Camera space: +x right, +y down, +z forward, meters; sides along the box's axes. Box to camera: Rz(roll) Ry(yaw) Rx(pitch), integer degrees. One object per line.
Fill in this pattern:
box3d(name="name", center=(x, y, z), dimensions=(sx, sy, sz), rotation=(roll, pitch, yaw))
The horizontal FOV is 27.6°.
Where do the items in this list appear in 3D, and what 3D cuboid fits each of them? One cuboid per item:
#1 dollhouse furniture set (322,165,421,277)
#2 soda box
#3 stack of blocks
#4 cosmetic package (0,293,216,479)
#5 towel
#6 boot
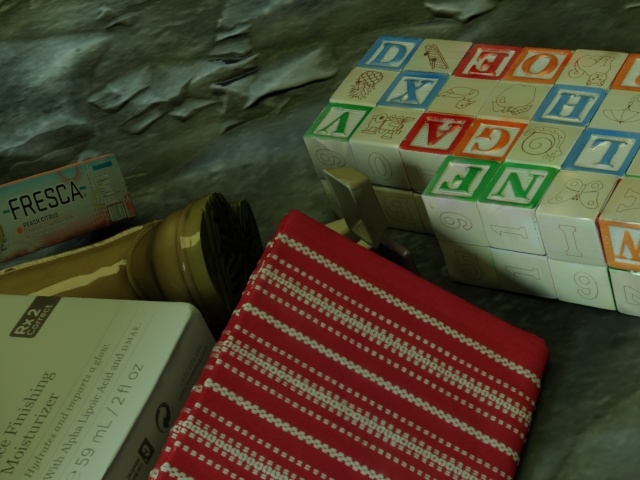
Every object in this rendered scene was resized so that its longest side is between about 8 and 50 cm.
box3d(name="dollhouse furniture set", center=(0.000, 0.000, 0.924), dimensions=(0.081, 0.114, 0.091), rotation=(-40, 45, -15))
box3d(name="soda box", center=(-0.232, -0.018, 1.019), dimensions=(0.063, 0.058, 0.183), rotation=(-16, 4, 38))
box3d(name="stack of blocks", center=(0.140, -0.055, 0.940), dimensions=(0.297, 0.087, 0.171), rotation=(11, 49, 34))
box3d(name="cosmetic package", center=(-0.156, 0.137, 0.803), dimensions=(0.184, 0.151, 0.151), rotation=(1, 44, 26))
box3d(name="towel", center=(0.019, 0.119, 0.765), dimensions=(0.199, 0.031, 0.275), rotation=(28, 51, -2))
box3d(name="boot", center=(-0.180, 0.046, 0.922), dimensions=(0.269, 0.089, 0.236), rotation=(-16, -1, 4))
